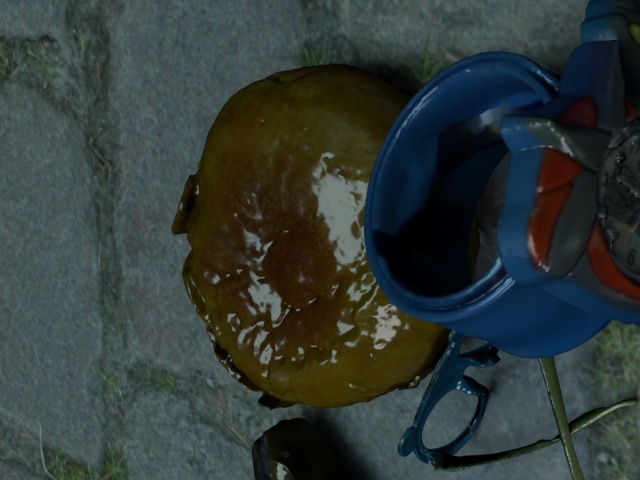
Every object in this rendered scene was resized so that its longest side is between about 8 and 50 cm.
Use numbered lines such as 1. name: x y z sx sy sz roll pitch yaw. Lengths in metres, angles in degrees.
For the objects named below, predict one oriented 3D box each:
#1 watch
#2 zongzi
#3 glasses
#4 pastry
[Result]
1. watch: 0.172 -0.067 1.315 0.274 0.241 0.305 -11 63 48
2. zongzi: 0.035 0.296 1.671 0.242 0.112 0.221 -10 94 40
3. glasses: 0.200 0.161 1.486 0.207 0.102 0.239 28 125 5
4. pastry: 0.000 0.000 1.558 0.356 0.164 0.356 7 100 42
